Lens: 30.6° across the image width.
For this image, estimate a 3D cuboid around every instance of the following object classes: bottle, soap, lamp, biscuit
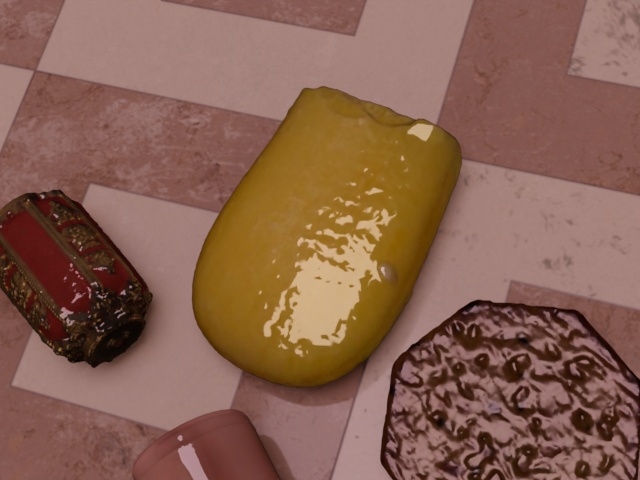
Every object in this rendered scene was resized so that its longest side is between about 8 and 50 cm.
[{"bbox_3d":[-0.117,0.391,1.510,0.206,0.173,0.297,-43,66,27],"label":"bottle"},{"bbox_3d":[0.001,0.000,1.656,0.306,0.115,0.427,27,77,15],"label":"soap"},{"bbox_3d":[-0.364,0.050,1.681,0.177,0.177,0.274,-41,65,-6],"label":"lamp"},{"bbox_3d":[0.253,0.244,1.552,0.359,0.046,0.359,-3,70,9],"label":"biscuit"}]
